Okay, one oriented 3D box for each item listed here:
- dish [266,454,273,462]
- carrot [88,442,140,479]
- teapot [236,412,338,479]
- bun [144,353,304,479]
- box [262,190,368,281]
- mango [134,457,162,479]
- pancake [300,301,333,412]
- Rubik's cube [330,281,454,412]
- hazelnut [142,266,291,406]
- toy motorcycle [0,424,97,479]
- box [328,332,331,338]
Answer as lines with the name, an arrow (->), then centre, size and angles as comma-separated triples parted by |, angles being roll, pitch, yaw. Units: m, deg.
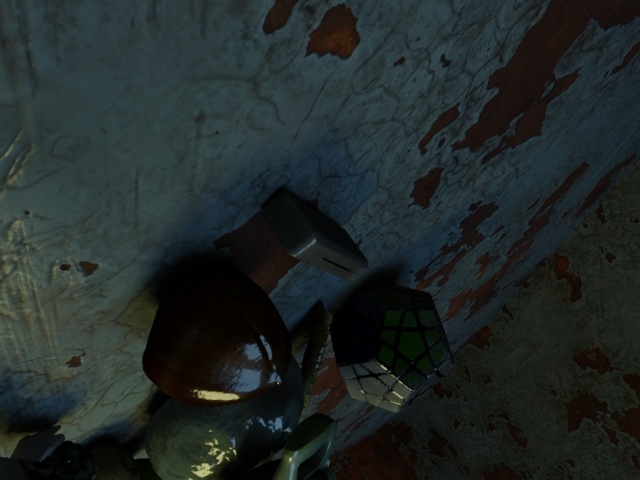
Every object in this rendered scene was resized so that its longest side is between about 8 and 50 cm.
dish -> -0.234, 0.761, 1.805 | 0.273, 0.134, 0.273 | -30, 152, -18
carrot -> -0.499, 0.524, 1.060 | 0.302, 0.139, 0.139 | -38, 155, 0
teapot -> -0.072, 0.501, 1.071 | 0.239, 0.321, 0.239 | -8, -172, 27
bun -> -0.182, 0.384, 1.152 | 0.362, 0.211, 0.362 | -33, 156, -17
box -> 0.000, 0.000, 0.878 | 0.055, 0.103, 0.243 | -39, 155, 11
mango -> -0.432, 0.542, 1.179 | 0.237, 0.091, 0.137 | -27, -166, 1
pancake -> -0.025, 0.291, 1.316 | 0.197, 0.054, 0.376 | -68, 175, -60
Rubik's cube -> 0.177, 0.260, 1.345 | 0.264, 0.319, 0.319 | 28, 114, -33
hazelnut -> -0.142, 0.152, 0.822 | 0.229, 0.229, 0.229 | -30, 154, -17
toy motorcycle -> -0.477, 0.340, 0.769 | 0.143, 0.188, 0.327 | -56, 167, 11
box -> 0.046, 0.244, 1.454 | 0.046, 0.012, 0.083 | -50, 153, 24
